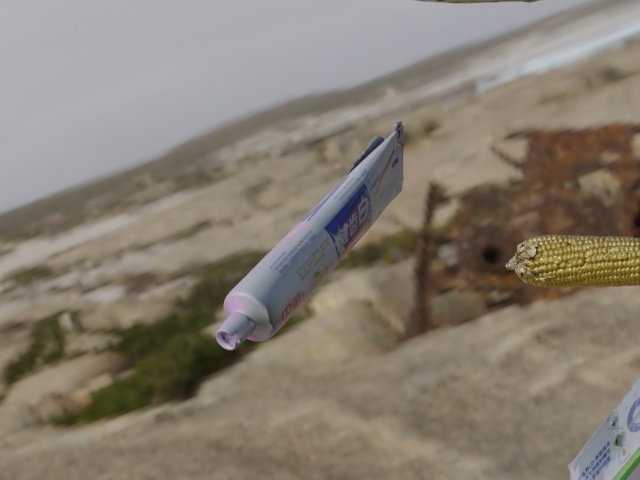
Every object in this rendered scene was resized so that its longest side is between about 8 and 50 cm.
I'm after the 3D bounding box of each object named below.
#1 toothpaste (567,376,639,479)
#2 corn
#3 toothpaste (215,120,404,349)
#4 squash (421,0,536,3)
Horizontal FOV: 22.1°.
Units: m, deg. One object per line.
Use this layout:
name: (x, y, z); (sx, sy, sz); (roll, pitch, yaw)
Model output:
toothpaste: (0.160, 0.040, 0.598); (0.178, 0.043, 0.037); (-56, 20, 25)
corn: (0.132, 0.010, 0.813); (0.083, 0.027, 0.028); (-1, -5, 26)
toothpaste: (0.000, 0.000, 0.796); (0.028, 0.045, 0.170); (16, 40, 27)
squash: (0.013, -0.108, 0.423); (0.071, 0.080, 0.318); (18, 11, -19)
